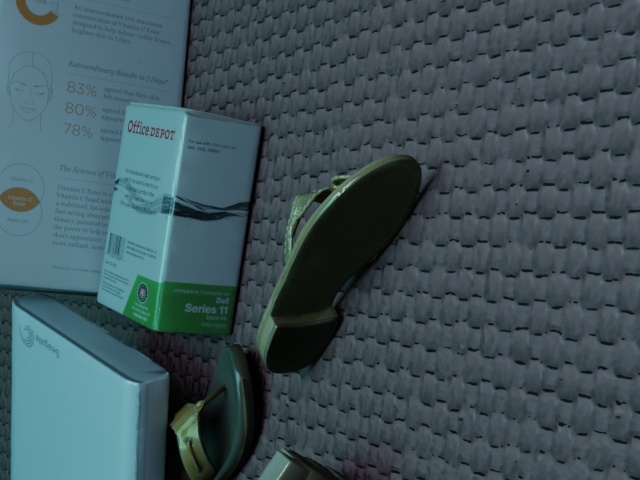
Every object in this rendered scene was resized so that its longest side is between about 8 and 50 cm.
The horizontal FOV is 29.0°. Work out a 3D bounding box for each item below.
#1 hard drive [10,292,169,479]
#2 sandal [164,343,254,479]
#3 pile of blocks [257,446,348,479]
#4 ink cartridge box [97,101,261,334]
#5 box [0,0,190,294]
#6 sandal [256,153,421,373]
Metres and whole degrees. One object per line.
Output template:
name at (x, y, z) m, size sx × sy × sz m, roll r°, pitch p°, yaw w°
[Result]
hard drive at (-0.241, 0.257, 1.253) m, size 0.233 × 0.047 × 0.353 m, roll 24°, pitch 116°, yaw 43°
sandal at (-0.119, 0.191, 1.162) m, size 0.219 × 0.060 × 0.090 m, roll -59°, pitch 39°, yaw 33°
pile of blocks at (-0.071, 0.319, 0.979) m, size 0.112 × 0.149 × 0.362 m, roll 29°, pitch 109°, yaw 56°
ink cartridge box at (-0.140, -0.025, 1.214) m, size 0.153 × 0.086 × 0.208 m, roll 17°, pitch 100°, yaw 58°
box at (-0.282, -0.116, 1.336) m, size 0.168 × 0.215 × 0.345 m, roll -3°, pitch 81°, yaw 58°
sandal at (-0.006, 0.000, 0.994) m, size 0.079 × 0.088 × 0.240 m, roll 60°, pitch 138°, yaw 36°
